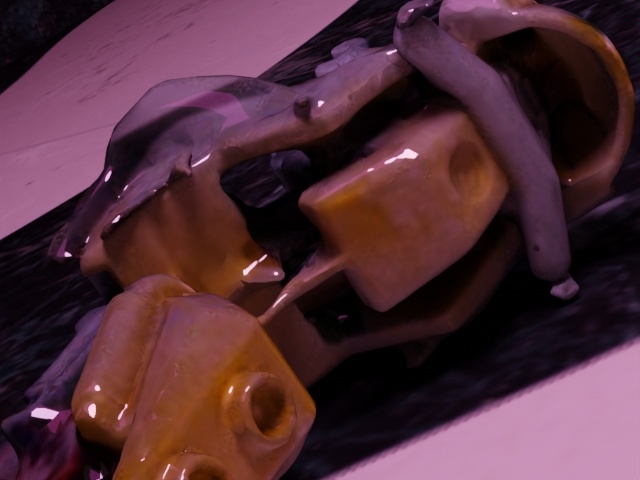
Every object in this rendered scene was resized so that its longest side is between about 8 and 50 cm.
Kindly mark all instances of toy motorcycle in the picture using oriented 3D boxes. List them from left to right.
[{"bbox_3d":[0.000,0.001,0.407,0.129,0.094,0.229,-13,26,40],"label":"toy motorcycle"}]
